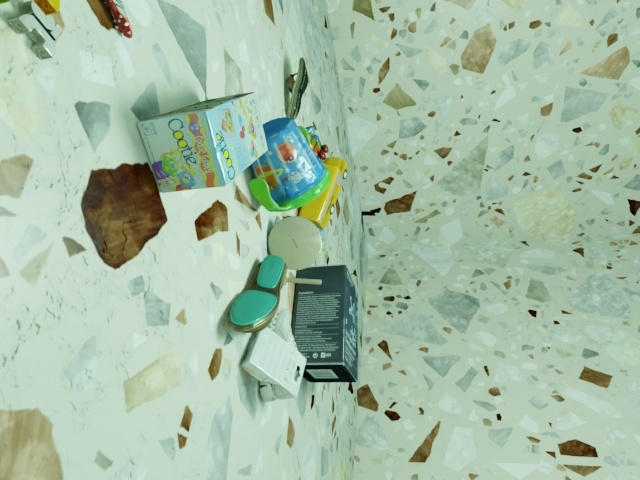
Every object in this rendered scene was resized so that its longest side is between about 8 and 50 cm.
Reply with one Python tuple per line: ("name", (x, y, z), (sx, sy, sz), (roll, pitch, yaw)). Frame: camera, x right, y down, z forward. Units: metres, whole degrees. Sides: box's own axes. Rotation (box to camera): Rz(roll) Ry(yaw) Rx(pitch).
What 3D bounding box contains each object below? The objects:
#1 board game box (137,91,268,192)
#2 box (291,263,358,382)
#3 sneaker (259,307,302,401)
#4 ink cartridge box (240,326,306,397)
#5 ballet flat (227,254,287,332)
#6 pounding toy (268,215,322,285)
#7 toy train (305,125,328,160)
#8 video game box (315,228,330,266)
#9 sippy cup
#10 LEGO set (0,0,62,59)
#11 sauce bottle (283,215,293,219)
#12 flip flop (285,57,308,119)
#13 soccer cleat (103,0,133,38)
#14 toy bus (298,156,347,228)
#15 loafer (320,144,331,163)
("board game box", (-0.232, -0.219, 0.859), (0.275, 0.142, 0.144), (-69, 151, -62))
("box", (0.026, 0.339, 1.615), (0.293, 0.212, 0.395), (64, 25, -56))
("sneaker", (-0.108, 0.352, 1.255), (0.110, 0.118, 0.292), (64, 24, -53))
("ink cartridge box", (-0.128, 0.345, 1.140), (0.179, 0.045, 0.145), (45, 29, -17))
("ballet flat", (-0.170, 0.173, 1.123), (0.342, 0.116, 0.124), (-78, 178, -61))
("pounding toy", (-0.092, 0.041, 1.385), (0.110, 0.183, 0.237), (150, -62, -76))
("toy train", (-0.047, -0.416, 1.811), (0.248, 0.105, 0.143), (-74, 145, -56))
("video game box", (0.000, 0.000, 1.964), (0.187, 0.048, 0.205), (-69, 151, -65))
("sippy cup", (-0.116, -0.244, 1.232), (0.224, 0.240, 0.305), (64, -1, -32))
("LEGO set", (-0.364, -0.347, 0.470), (0.227, 0.087, 0.093), (67, 23, -56))
("sauce bottle", (-0.106, -0.074, 1.554), (0.128, 0.042, 0.042), (-4, 90, -75))
("flip flop", (-0.110, -0.635, 1.670), (0.112, 0.080, 0.277), (46, 56, -77))
("soccer cleat", (-0.346, -0.393, 0.688), (0.083, 0.029, 0.035), (66, 27, -42))
("toy bus", (0.015, -0.220, 1.760), (0.130, 0.108, 0.333), (51, 57, -65))
("loafer", (0.033, -0.332, 2.070), (0.111, 0.112, 0.319), (-27, 111, -66))
